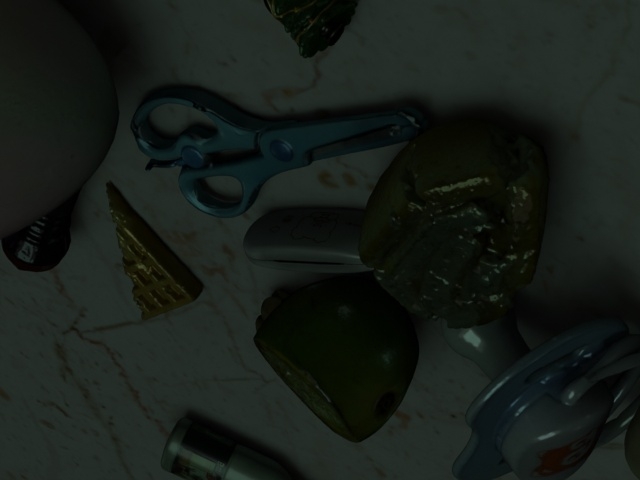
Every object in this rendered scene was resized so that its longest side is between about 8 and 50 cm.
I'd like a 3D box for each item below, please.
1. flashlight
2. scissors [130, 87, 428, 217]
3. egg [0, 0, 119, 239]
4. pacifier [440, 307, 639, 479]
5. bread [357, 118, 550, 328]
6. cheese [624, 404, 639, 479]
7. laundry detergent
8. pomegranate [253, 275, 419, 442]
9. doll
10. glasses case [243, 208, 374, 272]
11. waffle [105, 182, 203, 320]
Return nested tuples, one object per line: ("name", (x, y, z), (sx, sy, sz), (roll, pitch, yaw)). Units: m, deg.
("flashlight", (-0.330, -0.057, 2.072), (0.093, 0.093, 0.232), (29, 138, 1))
("scissors", (-0.047, -0.112, 1.885), (0.393, 0.032, 0.180), (-7, 128, 37))
("egg", (-0.391, -0.144, 1.833), (0.340, 0.354, 0.354), (11, 139, -3))
("pacifier", (0.229, 0.141, 1.891), (0.233, 0.244, 0.299), (51, 157, 24))
("bread", (0.146, -0.022, 1.782), (0.186, 0.124, 0.257), (20, 143, -3))
("cheese", (0.484, 0.146, 1.734), (0.351, 0.129, 0.328), (2, 133, 17))
("laundry detergent", (-0.109, 0.328, 2.354), (0.226, 0.070, 0.099), (24, 132, 5))
("pomegranate", (0.026, 0.127, 2.010), (0.190, 0.159, 0.241), (47, 166, -7))
("doll", (-0.029, -0.234, 1.713), (0.113, 0.076, 0.078), (29, 149, 2))
("glasses case", (0.000, 0.000, 1.940), (0.193, 0.074, 0.049), (2, 136, 31))
("waffle", (-0.246, 0.016, 2.146), (0.125, 0.032, 0.191), (-21, 117, 46))
